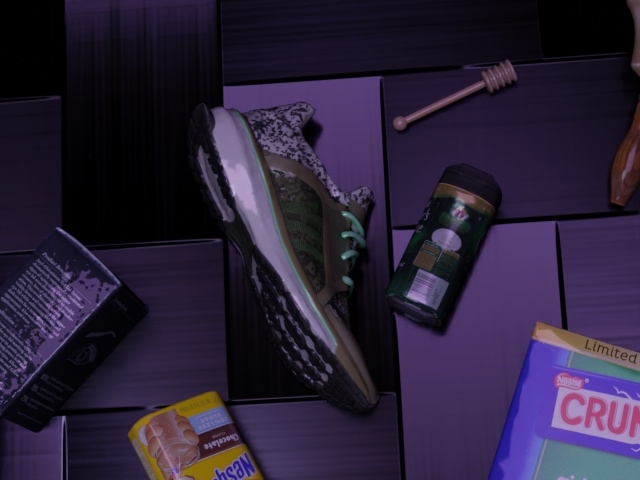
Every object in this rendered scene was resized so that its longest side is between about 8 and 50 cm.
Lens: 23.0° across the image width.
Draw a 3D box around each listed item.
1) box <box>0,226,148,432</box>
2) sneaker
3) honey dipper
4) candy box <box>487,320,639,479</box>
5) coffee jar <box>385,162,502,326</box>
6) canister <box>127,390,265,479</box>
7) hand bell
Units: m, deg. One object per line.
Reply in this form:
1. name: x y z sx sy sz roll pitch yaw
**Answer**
1. box: -0.318 0.107 1.833 0.108 0.153 0.207 40 82 14
2. sneaker: 0.000 0.000 1.842 0.182 0.158 0.410 -22 79 -18
3. honey dipper: 0.162 -0.172 1.916 0.160 0.030 0.030 -27 75 2
4. candy box: 0.321 0.282 1.739 0.268 0.122 0.317 16 77 10
5. coffee jar: 0.146 0.003 1.839 0.079 0.096 0.184 25 79 8
6. canister: -0.131 0.268 1.797 0.126 0.073 0.170 -19 69 -32
7. hand bell: 0.388 -0.158 1.867 0.126 0.126 0.242 17 92 10
